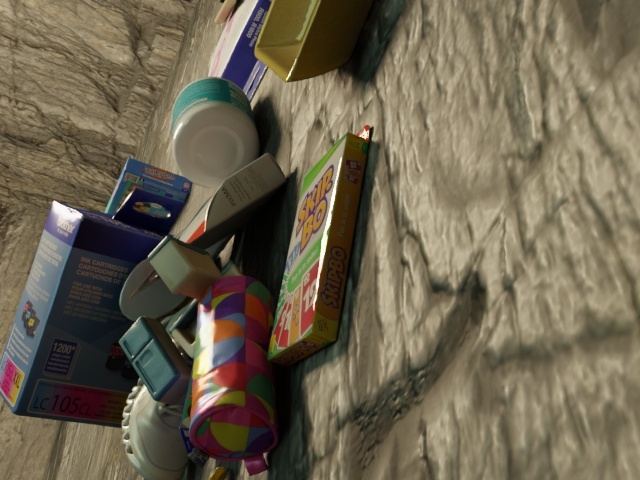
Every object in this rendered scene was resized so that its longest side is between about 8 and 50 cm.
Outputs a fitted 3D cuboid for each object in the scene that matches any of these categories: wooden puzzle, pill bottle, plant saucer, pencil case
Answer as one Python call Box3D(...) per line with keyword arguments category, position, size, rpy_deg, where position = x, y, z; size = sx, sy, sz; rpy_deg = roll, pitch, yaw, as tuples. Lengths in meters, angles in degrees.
Box3D(category="wooden puzzle", position=(-0.158, -0.588, 1.805), size=(0.221, 0.044, 0.238), rpy_deg=(-23, 47, 70))
Box3D(category="pill bottle", position=(-0.189, -0.203, 1.540), size=(0.264, 0.146, 0.146), rpy_deg=(-109, 41, -62))
Box3D(category="plant saucer", position=(0.022, -0.380, 1.200), size=(0.332, 0.081, 0.332), rpy_deg=(-67, 19, 13))
Box3D(category="pencil case", position=(-0.096, 0.144, 0.989), size=(0.236, 0.104, 0.104), rpy_deg=(-95, 29, -52))

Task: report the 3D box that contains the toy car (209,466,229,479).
Box3D(category="toy car", position=(-0.123, 0.230, 1.051), size=(0.040, 0.060, 0.122), rpy_deg=(68, -138, -70))

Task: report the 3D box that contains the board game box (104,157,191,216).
Box3D(category="board game box", position=(-0.420, -0.096, 2.103), size=(0.210, 0.160, 0.047), rpy_deg=(-51, 26, 46))

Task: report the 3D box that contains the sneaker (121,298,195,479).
Box3D(category="sneaker", position=(-0.207, 0.207, 1.257), size=(0.118, 0.110, 0.292), rpy_deg=(-42, 33, 41))

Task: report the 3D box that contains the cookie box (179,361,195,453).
Box3D(category="cookie box", position=(-0.147, 0.209, 1.118), size=(0.092, 0.040, 0.107), rpy_deg=(92, -176, -58))

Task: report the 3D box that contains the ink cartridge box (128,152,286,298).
Box3D(category="ink cartridge box", position=(-0.175, -0.020, 1.253), size=(0.232, 0.066, 0.189), rpy_deg=(-30, -5, -31))

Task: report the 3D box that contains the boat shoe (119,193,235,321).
Box3D(category="boat shoe", position=(-0.216, 0.035, 1.404), size=(0.258, 0.095, 0.084), rpy_deg=(-44, -5, -15))

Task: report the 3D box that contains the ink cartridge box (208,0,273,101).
Box3D(category="ink cartridge box", position=(-0.159, -0.401, 1.789), size=(0.324, 0.071, 0.330), rpy_deg=(-56, 21, 38))

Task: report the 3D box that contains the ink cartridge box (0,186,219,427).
Box3D(category="ink cartridge box", position=(-0.351, 0.103, 1.474), size=(0.151, 0.270, 0.395), rpy_deg=(19, 91, 52))

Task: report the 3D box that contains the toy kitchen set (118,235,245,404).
Box3D(category="toy kitchen set", position=(-0.208, 0.092, 1.142), size=(0.207, 0.166, 0.122), rpy_deg=(-49, 55, 10))

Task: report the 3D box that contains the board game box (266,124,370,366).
Box3D(category="board game box", position=(0.000, 0.000, 0.956), size=(0.124, 0.039, 0.259), rpy_deg=(-39, 33, 58))
